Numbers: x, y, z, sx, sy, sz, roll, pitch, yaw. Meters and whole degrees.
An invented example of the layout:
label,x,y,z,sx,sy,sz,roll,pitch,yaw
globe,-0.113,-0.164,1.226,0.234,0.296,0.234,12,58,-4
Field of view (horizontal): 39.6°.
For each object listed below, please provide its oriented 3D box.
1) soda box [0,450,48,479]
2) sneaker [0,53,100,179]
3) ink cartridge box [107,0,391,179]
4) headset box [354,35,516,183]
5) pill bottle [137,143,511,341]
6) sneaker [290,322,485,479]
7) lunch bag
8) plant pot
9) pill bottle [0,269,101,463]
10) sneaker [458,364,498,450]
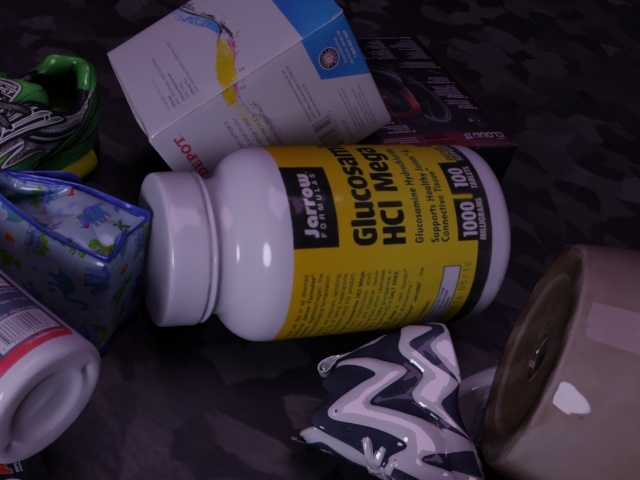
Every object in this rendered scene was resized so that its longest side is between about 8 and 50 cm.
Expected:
label,x,y,z,sx,sy,sz,roll,pitch,yaw
soda box,-0.241,0.182,0.672,0.060,0.053,0.169,-10,45,-28
sneaker,-0.349,-0.091,0.886,0.134,0.146,0.343,25,40,10
ink cartridge box,-0.079,-0.167,0.977,0.233,0.171,0.168,-32,51,-1
headset box,0.087,-0.140,1.130,0.218,0.110,0.293,-8,45,-27
pill bottle,0.000,0.000,0.870,0.334,0.188,0.188,-4,43,-23
sneaker,0.055,0.190,0.753,0.153,0.094,0.235,-10,67,2
lunch bag,-0.242,0.012,0.815,0.151,0.128,0.096,21,38,8
plant pot,0.291,0.142,0.688,0.280,0.323,0.323,22,39,1
pill bottle,-0.264,0.072,0.666,0.180,0.108,0.108,34,42,21
sneaker,0.231,0.134,0.894,0.256,0.094,0.151,-10,17,-8
